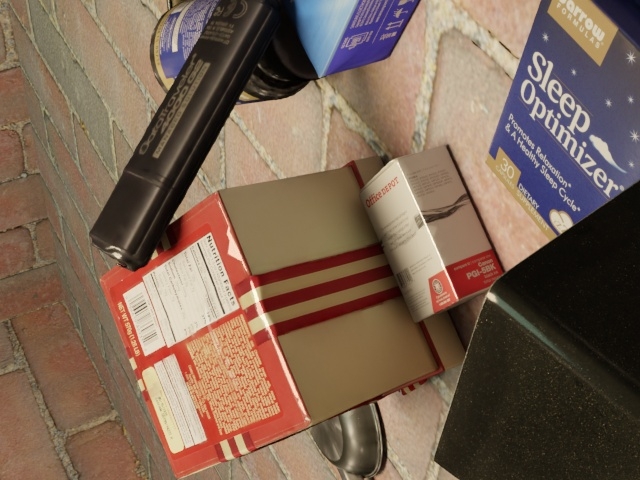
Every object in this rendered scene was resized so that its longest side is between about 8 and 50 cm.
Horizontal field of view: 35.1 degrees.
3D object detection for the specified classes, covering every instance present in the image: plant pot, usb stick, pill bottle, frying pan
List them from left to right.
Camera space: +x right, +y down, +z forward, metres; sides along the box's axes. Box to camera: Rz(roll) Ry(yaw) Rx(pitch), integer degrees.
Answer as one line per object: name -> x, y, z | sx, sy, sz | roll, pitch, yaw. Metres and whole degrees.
usb stick -> -0.122, -0.103, 0.915 | 0.077, 0.278, 0.045 | 22, 172, 47
pill bottle -> -0.076, -0.204, 1.053 | 0.219, 0.122, 0.123 | 3, 111, 53
frying pan -> 0.028, 0.275, 1.330 | 0.197, 0.053, 0.326 | 32, 133, 58
plant pot -> 0.202, 0.093, 0.604 | 0.167, 0.188, 0.187 | 43, 146, 29

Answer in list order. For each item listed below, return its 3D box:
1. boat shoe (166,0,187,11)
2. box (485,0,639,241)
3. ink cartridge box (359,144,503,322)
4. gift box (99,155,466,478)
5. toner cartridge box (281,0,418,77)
boat shoe -> -0.140, -0.364, 1.137 | 0.114, 0.091, 0.303 | 41, 144, 51
box -> 0.184, -0.087, 0.677 | 0.136, 0.036, 0.225 | 57, 153, 31
ink cartridge box -> 0.099, -0.005, 0.914 | 0.135, 0.056, 0.099 | 67, 157, 8
gift box -> -0.043, 0.069, 1.017 | 0.276, 0.258, 0.255 | -25, 82, 45
toner cartridge box -> 0.039, -0.294, 0.797 | 0.165, 0.075, 0.348 | 63, 157, 16
